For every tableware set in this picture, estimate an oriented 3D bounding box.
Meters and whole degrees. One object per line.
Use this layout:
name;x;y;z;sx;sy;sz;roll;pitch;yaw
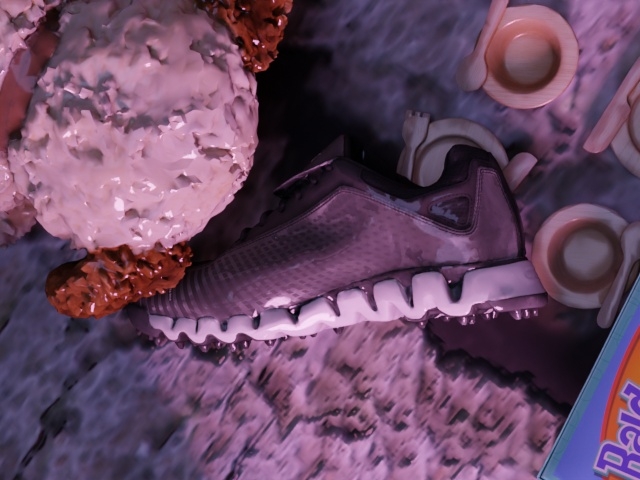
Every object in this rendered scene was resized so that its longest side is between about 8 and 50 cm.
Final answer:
tableware set;0.124;-0.047;0.628;0.169;0.020;0.141;28;100;16

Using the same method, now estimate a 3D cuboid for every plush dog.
plush dog;-0.132;-0.087;0.619;0.225;0.210;0.262;26;99;15

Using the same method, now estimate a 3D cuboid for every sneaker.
sneaker;0.000;0.000;0.639;0.234;0.078;0.106;-8;87;24

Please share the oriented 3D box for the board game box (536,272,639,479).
board game box;0.223;0.088;0.529;0.210;0.047;0.160;29;96;35
